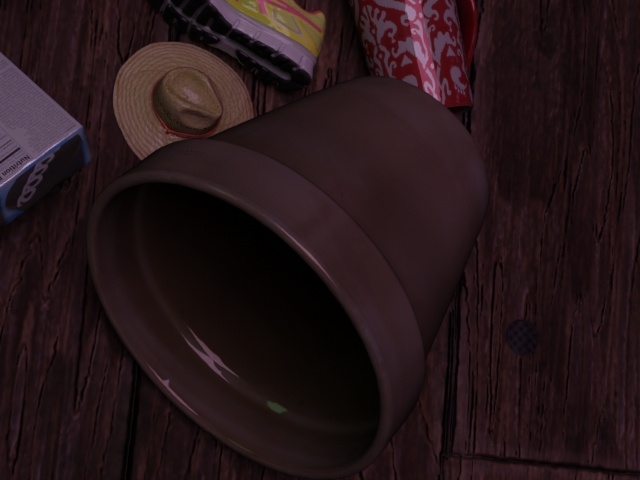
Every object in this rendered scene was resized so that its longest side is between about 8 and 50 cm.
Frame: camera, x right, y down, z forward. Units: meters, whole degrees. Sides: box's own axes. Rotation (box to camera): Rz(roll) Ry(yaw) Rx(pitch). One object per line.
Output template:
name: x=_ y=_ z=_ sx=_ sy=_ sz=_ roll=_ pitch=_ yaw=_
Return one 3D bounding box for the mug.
mug: x=0.107 y=-0.207 z=1.533 sx=0.150 sy=0.113 sz=0.169 roll=-11 pitch=85 yaw=-17

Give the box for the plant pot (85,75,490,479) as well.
plant pot: x=0.000 y=0.000 z=1.374 sx=0.323 sy=0.323 sz=0.280 roll=46 pitch=54 yaw=-3

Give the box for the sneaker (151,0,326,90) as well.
sneaker: x=-0.084 y=-0.237 z=1.504 sx=0.208 sy=0.081 sz=0.094 roll=35 pitch=63 yaw=-14

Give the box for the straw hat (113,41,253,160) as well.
straw hat: x=-0.126 y=-0.133 z=1.471 sx=0.144 sy=0.061 sz=0.144 roll=4 pitch=76 yaw=-16

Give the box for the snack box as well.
snack box: x=-0.383 y=-0.045 z=1.338 sx=0.322 sy=0.060 sz=0.187 roll=-40 pitch=65 yaw=-20
